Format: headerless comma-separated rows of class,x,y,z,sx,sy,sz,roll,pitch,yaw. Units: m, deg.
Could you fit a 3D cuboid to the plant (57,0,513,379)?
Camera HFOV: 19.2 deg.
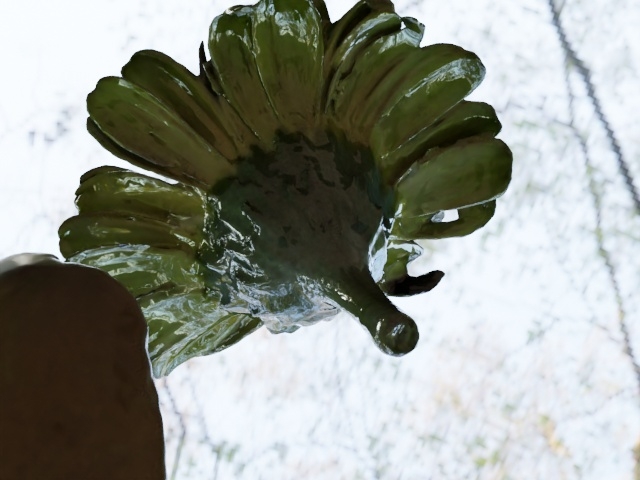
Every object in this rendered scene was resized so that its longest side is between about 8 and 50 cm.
plant,0.008,-0.002,1.243,0.297,0.306,0.261,35,-171,30

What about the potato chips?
potato chips,-0.138,0.102,0.833,0.150,0.049,0.202,6,-102,24
